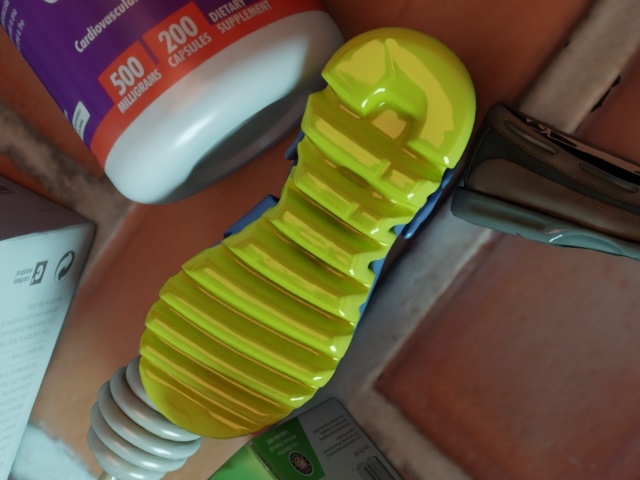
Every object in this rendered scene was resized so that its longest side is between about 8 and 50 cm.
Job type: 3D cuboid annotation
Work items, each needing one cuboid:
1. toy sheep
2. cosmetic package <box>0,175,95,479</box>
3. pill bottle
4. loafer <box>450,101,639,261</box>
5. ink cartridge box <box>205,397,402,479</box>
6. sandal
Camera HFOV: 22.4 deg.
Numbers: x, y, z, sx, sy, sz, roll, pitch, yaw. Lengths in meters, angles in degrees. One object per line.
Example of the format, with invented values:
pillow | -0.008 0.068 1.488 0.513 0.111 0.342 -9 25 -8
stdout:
toy sheep | -0.123 0.130 1.156 0.091 0.091 0.132 33 106 15
cosmetic package | -0.368 0.151 1.214 0.230 0.161 0.453 25 104 17
pill bottle | -0.140 -0.195 1.079 0.181 0.181 0.323 -39 81 20
loafer | 0.213 -0.023 1.011 0.268 0.096 0.084 14 94 21
ink cartridge box | 0.021 0.221 1.075 0.087 0.153 0.208 -44 78 20
sandal | 0.000 0.000 1.066 0.126 0.138 0.317 40 106 3
